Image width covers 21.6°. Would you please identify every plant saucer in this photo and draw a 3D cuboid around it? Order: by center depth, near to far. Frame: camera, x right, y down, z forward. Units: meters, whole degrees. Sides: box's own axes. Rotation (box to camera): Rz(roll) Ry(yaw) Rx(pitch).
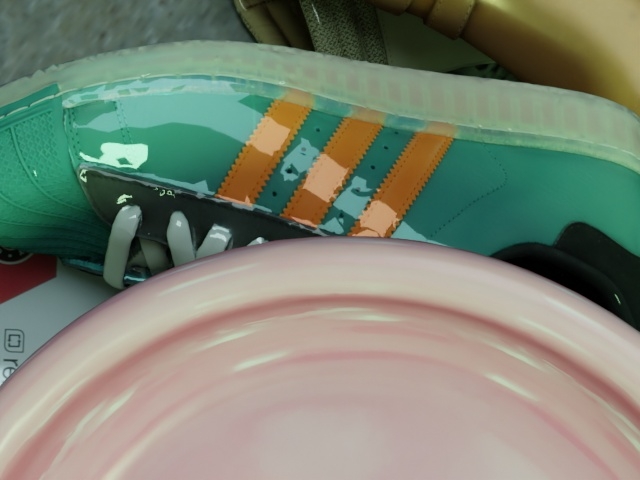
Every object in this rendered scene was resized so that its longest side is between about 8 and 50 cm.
[{"bbox_3d":[0.013,0.162,0.610,0.332,0.084,0.332,0,93,5],"label":"plant saucer"}]

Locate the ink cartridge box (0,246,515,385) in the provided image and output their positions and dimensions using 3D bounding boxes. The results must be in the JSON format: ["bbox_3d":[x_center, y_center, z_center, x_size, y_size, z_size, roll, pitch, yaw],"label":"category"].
[{"bbox_3d":[-0.047,0.071,0.758,0.273,0.114,0.197,3,65,-10],"label":"ink cartridge box"}]

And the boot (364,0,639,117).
[{"bbox_3d":[0.097,-0.108,0.798,0.220,0.109,0.283,11,82,-18],"label":"boot"}]

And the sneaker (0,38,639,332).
[{"bbox_3d":[0.000,0.000,0.675,0.302,0.108,0.121,2,60,-12],"label":"sneaker"}]

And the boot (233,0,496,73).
[{"bbox_3d":[0.036,-0.202,0.906,0.203,0.095,0.262,-17,80,-17],"label":"boot"}]
